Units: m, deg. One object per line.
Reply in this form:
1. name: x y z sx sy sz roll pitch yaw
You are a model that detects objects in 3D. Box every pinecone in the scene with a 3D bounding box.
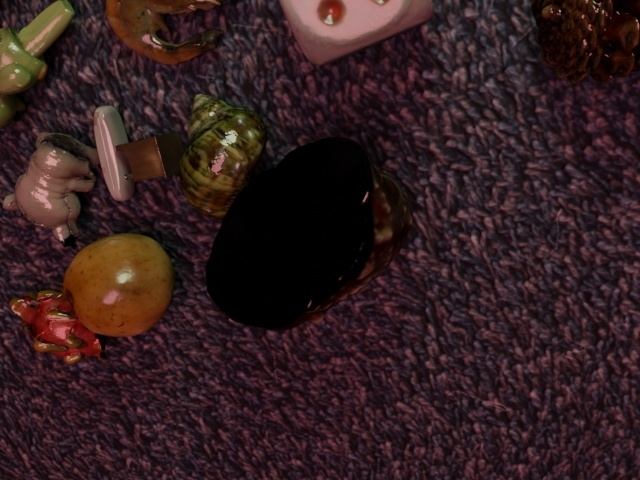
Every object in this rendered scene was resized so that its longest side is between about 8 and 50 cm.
1. pinecone: 0.390 -0.315 0.806 0.208 0.207 0.207 3 108 8

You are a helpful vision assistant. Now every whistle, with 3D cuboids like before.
1. whistle: -0.515 -0.278 1.005 0.294 0.141 0.141 -30 102 -1

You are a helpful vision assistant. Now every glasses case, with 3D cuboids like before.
1. glasses case: -0.354 -0.149 1.038 0.041 0.063 0.164 -5 108 8

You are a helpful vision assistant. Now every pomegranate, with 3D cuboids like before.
1. pomegranate: -0.337 0.076 1.055 0.196 0.196 0.196 3 108 8

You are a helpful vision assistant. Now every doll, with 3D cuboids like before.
1. doll: -0.467 -0.096 1.057 0.149 0.095 0.192 24 107 -2

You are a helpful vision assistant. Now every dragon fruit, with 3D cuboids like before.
1. dragon fruit: -0.483 0.150 1.123 0.208 0.150 0.133 21 142 7

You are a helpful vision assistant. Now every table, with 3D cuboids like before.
1. table: -0.285 -0.140 1.022 0.082 0.083 0.070 -9 103 18

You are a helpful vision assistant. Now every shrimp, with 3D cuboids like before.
1. shrimp: -0.224 -0.351 0.956 0.255 0.059 0.145 9 112 6

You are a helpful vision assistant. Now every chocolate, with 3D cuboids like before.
1. chocolate: 0.000 0.000 0.955 0.340 0.210 0.225 -42 68 23

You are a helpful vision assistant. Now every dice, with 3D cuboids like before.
1. dice: 0.042 -0.364 0.839 0.192 0.194 0.193 -20 102 16

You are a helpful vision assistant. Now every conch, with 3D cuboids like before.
1. conch: -0.167 -0.135 0.974 0.187 0.124 0.181 -23 62 46
